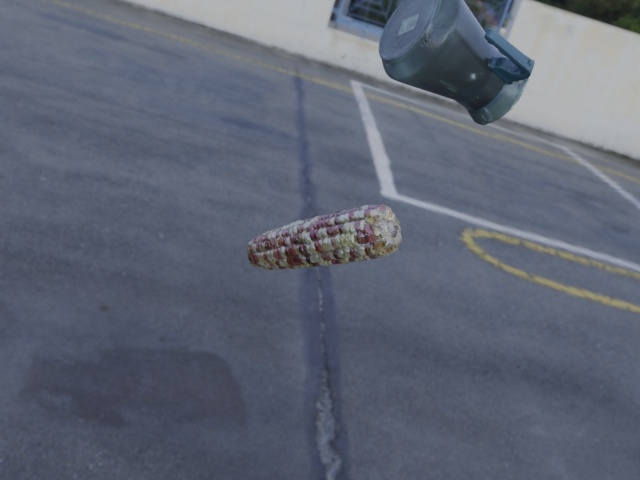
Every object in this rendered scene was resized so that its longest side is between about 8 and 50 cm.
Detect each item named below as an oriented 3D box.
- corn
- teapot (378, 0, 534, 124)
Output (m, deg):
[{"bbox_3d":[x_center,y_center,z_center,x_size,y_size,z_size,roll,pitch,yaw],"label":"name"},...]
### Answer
[{"bbox_3d":[0.000,0.000,1.094,0.237,0.080,0.079,-9,3,34],"label":"corn"},{"bbox_3d":[0.233,-0.302,1.290,0.225,0.171,0.203,27,-12,-28],"label":"teapot"}]
